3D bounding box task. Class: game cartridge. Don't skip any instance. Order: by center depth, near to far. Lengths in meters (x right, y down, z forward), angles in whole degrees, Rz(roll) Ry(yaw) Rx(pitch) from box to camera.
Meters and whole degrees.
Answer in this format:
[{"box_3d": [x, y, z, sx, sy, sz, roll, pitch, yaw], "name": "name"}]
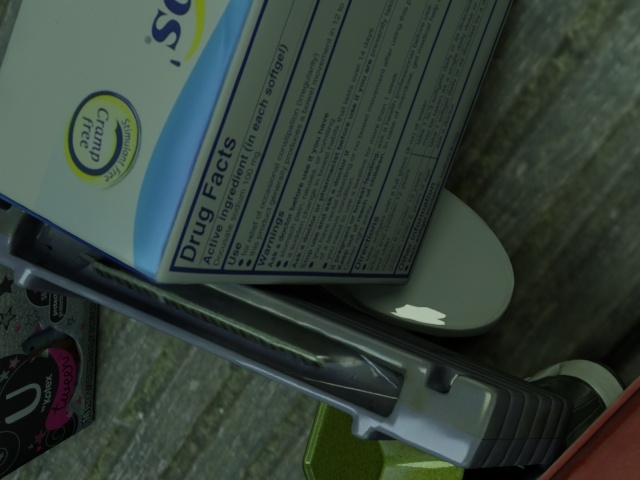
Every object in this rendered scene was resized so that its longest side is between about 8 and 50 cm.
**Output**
[{"box_3d": [-0.030, 0.056, 0.914, 0.355, 0.230, 0.068, 21, 86, 22], "name": "game cartridge"}]

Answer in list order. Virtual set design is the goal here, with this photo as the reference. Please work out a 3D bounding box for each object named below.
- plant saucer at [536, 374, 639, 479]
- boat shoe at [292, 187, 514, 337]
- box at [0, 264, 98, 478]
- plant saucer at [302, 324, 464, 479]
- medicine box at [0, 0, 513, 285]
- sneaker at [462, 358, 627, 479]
[{"box_3d": [0.280, 0.176, 0.918, 0.259, 0.048, 0.258, 34, 130, 0], "name": "plant saucer"}, {"box_3d": [0.000, 0.000, 1.071, 0.301, 0.108, 0.102, 21, 156, 16], "name": "boat shoe"}, {"box_3d": [-0.300, 0.063, 1.306, 0.163, 0.142, 0.247, 25, 124, 28], "name": "box"}, {"box_3d": [0.035, 0.164, 1.076, 0.188, 0.045, 0.188, -113, 31, -50], "name": "plant saucer"}, {"box_3d": [-0.023, -0.120, 0.850, 0.149, 0.289, 0.263, 25, 100, 28], "name": "medicine box"}, {"box_3d": [0.108, 0.159, 1.046, 0.234, 0.106, 0.078, -35, 86, 43], "name": "sneaker"}]
